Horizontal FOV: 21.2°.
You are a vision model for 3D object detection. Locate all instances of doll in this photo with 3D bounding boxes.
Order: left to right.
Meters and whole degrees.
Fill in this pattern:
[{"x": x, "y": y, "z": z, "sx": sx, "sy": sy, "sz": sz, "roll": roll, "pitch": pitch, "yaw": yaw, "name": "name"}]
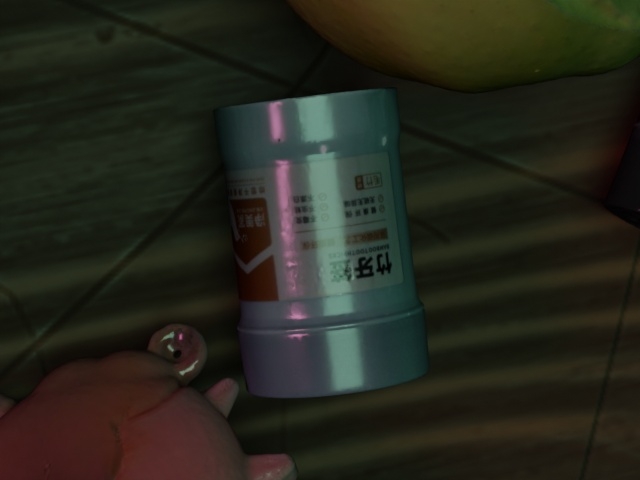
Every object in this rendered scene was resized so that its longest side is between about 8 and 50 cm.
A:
[{"x": -0.118, "y": 0.159, "z": 0.869, "sx": 0.211, "sy": 0.093, "sz": 0.261, "roll": 9, "pitch": 67, "yaw": 13, "name": "doll"}]

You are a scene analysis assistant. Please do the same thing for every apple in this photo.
[{"x": 0.075, "y": -0.207, "z": 0.839, "sx": 0.279, "sy": 0.279, "sz": 0.279, "roll": -1, "pitch": 94, "yaw": -12, "name": "apple"}]

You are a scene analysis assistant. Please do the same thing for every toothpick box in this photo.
[{"x": 0.000, "y": 0.000, "z": 0.908, "sx": 0.101, "sy": 0.101, "sz": 0.153, "roll": -8, "pitch": 94, "yaw": -11, "name": "toothpick box"}]

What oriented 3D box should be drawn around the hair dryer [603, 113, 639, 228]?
[{"x": 0.280, "y": -0.032, "z": 0.973, "sx": 0.219, "sy": 0.071, "sz": 0.124, "roll": 25, "pitch": 89, "yaw": -8, "name": "hair dryer"}]
